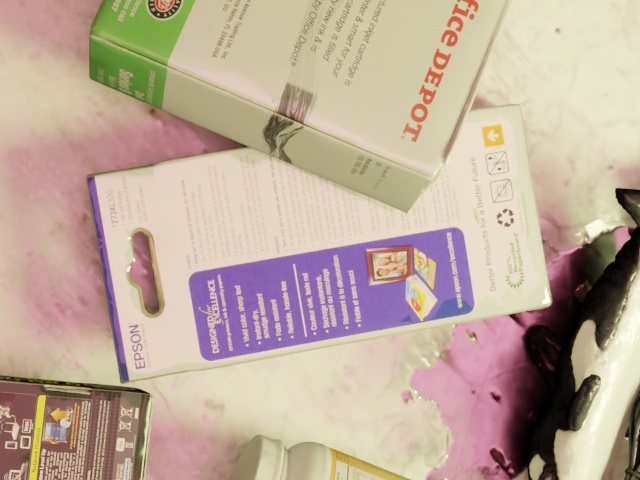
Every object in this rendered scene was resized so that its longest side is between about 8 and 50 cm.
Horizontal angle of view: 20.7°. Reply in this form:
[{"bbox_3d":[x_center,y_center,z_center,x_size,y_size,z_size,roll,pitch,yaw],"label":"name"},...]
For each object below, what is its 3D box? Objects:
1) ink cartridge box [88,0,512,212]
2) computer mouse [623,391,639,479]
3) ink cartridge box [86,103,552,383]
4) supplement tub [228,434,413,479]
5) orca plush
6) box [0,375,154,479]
[{"bbox_3d":[-0.012,-0.176,1.394,0.289,0.121,0.211,24,74,-2],"label":"ink cartridge box"},{"bbox_3d":[0.366,0.235,1.432,0.272,0.072,0.188,17,90,17],"label":"computer mouse"},{"bbox_3d":[0.000,0.000,1.466,0.371,0.069,0.175,-10,94,-12],"label":"ink cartridge box"},{"bbox_3d":[0.018,0.251,1.433,0.200,0.144,0.144,22,87,-9],"label":"supplement tub"},{"bbox_3d":[0.216,0.088,1.484,0.102,0.151,0.287,20,112,27],"label":"orca plush"},{"bbox_3d":[-0.253,0.239,1.361,0.216,0.060,0.270,6,87,-16],"label":"box"}]
